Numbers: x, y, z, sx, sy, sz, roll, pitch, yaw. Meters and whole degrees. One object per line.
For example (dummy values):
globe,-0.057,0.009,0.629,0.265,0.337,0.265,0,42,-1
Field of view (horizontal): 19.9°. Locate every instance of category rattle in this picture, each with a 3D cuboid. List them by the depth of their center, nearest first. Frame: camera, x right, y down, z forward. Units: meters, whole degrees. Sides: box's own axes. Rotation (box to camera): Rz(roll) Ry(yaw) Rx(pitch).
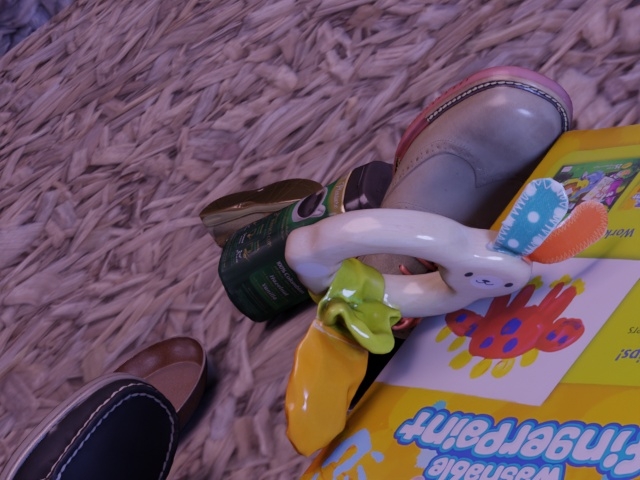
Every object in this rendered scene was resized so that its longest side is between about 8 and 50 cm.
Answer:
rattle,0.075,0.047,1.136,0.200,0.130,0.143,-2,48,19

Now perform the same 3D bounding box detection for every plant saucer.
plant saucer,-0.168,0.159,1.708,0.168,0.029,0.168,-31,25,16

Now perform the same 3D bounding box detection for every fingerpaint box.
fingerpaint box,0.240,0.098,1.088,0.445,0.163,0.371,-4,41,55

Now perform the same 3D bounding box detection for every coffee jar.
coffee jar,0.000,0.000,1.686,0.184,0.079,0.096,-27,24,26

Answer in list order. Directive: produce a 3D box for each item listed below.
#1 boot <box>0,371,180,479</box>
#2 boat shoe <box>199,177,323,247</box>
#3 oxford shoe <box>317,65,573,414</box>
boot,-0.172,0.273,1.388,0.284,0.138,0.377,-1,48,55
boat shoe,-0.054,-0.025,1.858,0.153,0.048,0.056,-12,23,34
oxford shoe,0.092,0.013,1.404,0.348,0.123,0.130,119,169,-45
